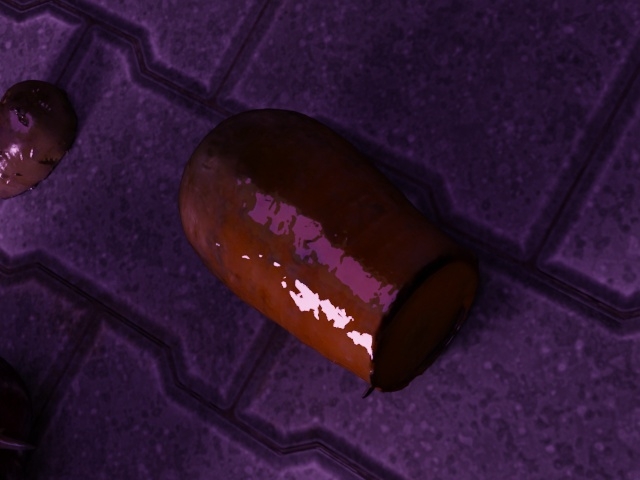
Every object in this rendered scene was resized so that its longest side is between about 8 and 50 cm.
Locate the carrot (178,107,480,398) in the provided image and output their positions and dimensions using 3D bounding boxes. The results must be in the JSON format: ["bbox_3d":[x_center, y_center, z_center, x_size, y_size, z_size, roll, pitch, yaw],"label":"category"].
[{"bbox_3d":[0.000,0.000,1.594,0.341,0.224,0.224,37,94,27],"label":"carrot"}]

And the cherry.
[{"bbox_3d":[-0.487,0.254,1.763,0.296,0.218,0.255,-9,57,31],"label":"cherry"}]

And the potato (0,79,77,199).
[{"bbox_3d":[-0.405,-0.142,1.902,0.101,0.089,0.172,14,81,26],"label":"potato"}]
